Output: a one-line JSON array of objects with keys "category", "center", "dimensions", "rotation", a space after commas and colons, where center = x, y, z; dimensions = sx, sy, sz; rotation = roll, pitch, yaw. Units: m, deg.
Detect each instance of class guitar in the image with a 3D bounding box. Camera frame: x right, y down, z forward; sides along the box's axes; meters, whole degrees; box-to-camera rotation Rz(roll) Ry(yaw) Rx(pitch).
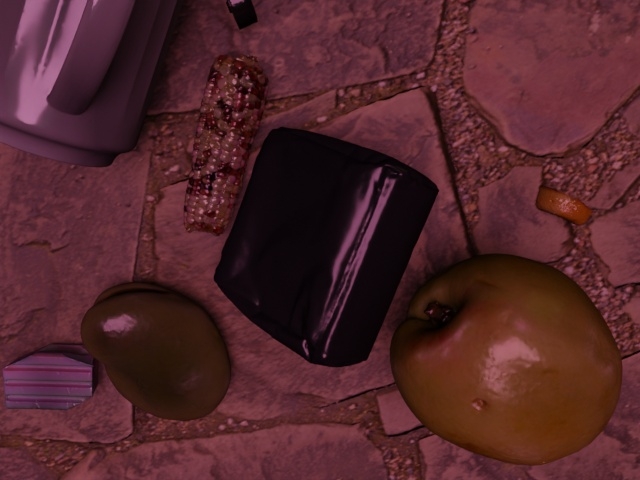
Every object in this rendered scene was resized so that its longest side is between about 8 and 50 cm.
[{"category": "guitar", "center": [-0.163, -0.433, 0.836], "dimensions": [0.038, 0.084, 0.271], "rotation": [-27, 93, -1]}]

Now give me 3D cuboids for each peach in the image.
[{"category": "peach", "center": [0.265, 0.164, 0.844], "dimensions": [0.316, 0.314, 0.281], "rotation": [23, 85, -9]}]

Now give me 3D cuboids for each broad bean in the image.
[{"category": "broad bean", "center": [-0.253, 0.175, 0.939], "dimensions": [0.189, 0.121, 0.263], "rotation": [-34, 114, 1]}]

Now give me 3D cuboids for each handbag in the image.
[{"category": "handbag", "center": [0.003, 0.001, 0.883], "dimensions": [0.178, 0.275, 0.301], "rotation": [11, 103, -48]}]

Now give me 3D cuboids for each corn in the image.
[{"category": "corn", "center": [-0.146, -0.138, 0.878], "dimensions": [0.092, 0.092, 0.280], "rotation": [15, 102, -3]}]

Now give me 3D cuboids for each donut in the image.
[{"category": "donut", "center": [0.387, -0.051, 0.932], "dimensions": [0.083, 0.067, 0.037], "rotation": [23, 94, -37]}]

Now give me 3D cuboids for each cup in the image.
[{"category": "cup", "center": [-0.299, -0.267, 0.737], "dimensions": [0.237, 0.323, 0.326], "rotation": [16, 103, -34]}]

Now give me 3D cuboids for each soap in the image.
[{"category": "soap", "center": [-0.435, 0.222, 0.963], "dimensions": [0.149, 0.056, 0.100], "rotation": [1, 103, 0]}]
